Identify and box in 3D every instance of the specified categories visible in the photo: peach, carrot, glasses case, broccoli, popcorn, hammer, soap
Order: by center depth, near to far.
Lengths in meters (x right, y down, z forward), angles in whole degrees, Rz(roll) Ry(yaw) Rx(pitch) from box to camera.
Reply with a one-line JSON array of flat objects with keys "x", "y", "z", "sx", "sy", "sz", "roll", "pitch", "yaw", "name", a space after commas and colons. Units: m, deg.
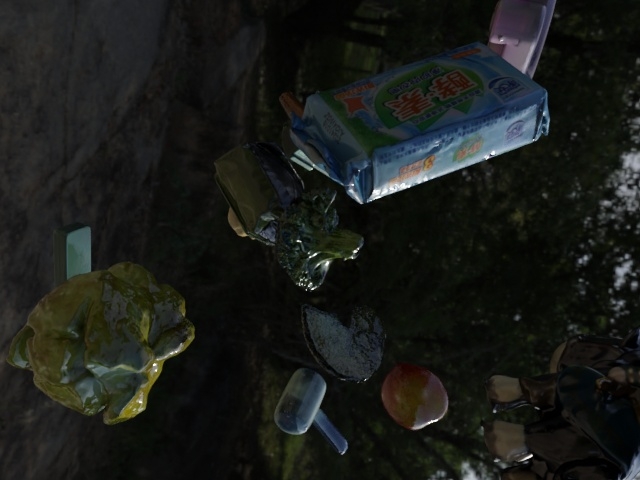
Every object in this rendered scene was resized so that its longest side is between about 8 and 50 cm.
[{"x": 0.117, "y": -0.140, "z": 0.753, "sx": 0.156, "sy": 0.293, "sz": 0.077, "roll": -123, "pitch": -163, "yaw": -44, "name": "soap"}, {"x": -0.351, "y": 0.157, "z": 1.089, "sx": 0.276, "sy": 0.226, "sz": 0.276, "roll": -58, "pitch": 171, "yaw": -16, "name": "popcorn"}, {"x": 0.000, "y": 0.000, "z": 1.129, "sx": 0.167, "sy": 0.160, "sz": 0.154, "roll": -66, "pitch": 156, "yaw": -20, "name": "broccoli"}, {"x": -0.004, "y": 0.327, "z": 1.181, "sx": 0.193, "sy": 0.070, "sz": 0.116, "roll": 55, "pitch": 44, "yaw": -30, "name": "hammer"}, {"x": -0.039, "y": -0.255, "z": 1.365, "sx": 0.161, "sy": 0.055, "sz": 0.055, "roll": 52, "pitch": -30, "yaw": 36, "name": "carrot"}, {"x": -0.560, "y": 0.054, "z": 1.478, "sx": 0.078, "sy": 0.040, "sz": 0.184, "roll": -34, "pitch": 137, "yaw": -59, "name": "glasses case"}, {"x": 0.264, "y": 0.444, "z": 1.889, "sx": 0.197, "sy": 0.198, "sz": 0.197, "roll": 7, "pitch": 90, "yaw": -90, "name": "peach"}]

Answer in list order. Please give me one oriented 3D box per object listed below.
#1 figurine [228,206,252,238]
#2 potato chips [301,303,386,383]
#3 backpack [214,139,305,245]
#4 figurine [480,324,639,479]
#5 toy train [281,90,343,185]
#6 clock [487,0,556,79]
[{"x": -0.169, "y": -0.070, "z": 1.734, "sx": 0.196, "sy": 0.114, "sz": 0.108, "roll": -5, "pitch": -136, "yaw": 55, "name": "figurine"}, {"x": 0.059, "y": 0.209, "z": 1.417, "sx": 0.202, "sy": 0.220, "sz": 0.029, "roll": 57, "pitch": -46, "yaw": 19, "name": "potato chips"}, {"x": -0.089, "y": -0.085, "z": 1.300, "sx": 0.207, "sy": 0.140, "sz": 0.253, "roll": 60, "pitch": 12, "yaw": 19, "name": "backpack"}, {"x": 0.368, "y": 0.173, "z": 0.678, "sx": 0.412, "sy": 0.306, "sz": 0.241, "roll": -19, "pitch": -96, "yaw": 48, "name": "figurine"}, {"x": 0.047, "y": -0.247, "z": 1.709, "sx": 0.330, "sy": 0.178, "sz": 0.138, "roll": 27, "pitch": 40, "yaw": -45, "name": "toy train"}, {"x": 0.423, "y": -0.454, "z": 1.412, "sx": 0.295, "sy": 0.114, "sz": 0.322, "roll": 91, "pitch": 19, "yaw": -60, "name": "clock"}]
